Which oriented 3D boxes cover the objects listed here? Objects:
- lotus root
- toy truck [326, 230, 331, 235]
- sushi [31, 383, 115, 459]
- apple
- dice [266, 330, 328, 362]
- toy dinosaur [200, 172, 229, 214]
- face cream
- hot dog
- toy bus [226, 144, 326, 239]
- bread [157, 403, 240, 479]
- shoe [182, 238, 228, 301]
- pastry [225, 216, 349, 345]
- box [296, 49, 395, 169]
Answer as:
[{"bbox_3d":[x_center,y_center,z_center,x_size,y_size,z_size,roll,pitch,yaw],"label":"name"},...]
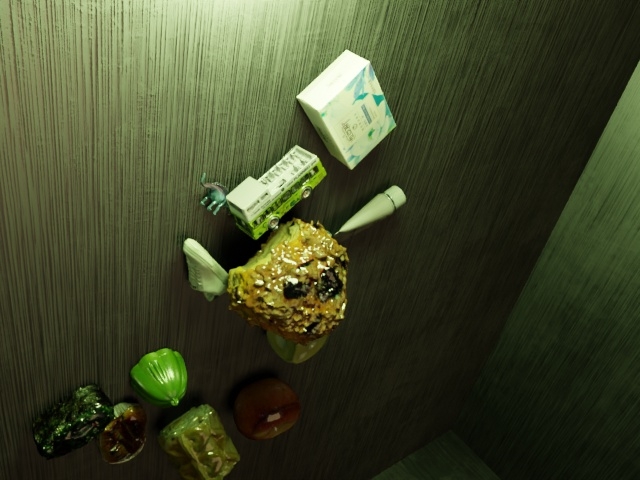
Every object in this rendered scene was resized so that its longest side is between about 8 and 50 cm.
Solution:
[{"bbox_3d":[-0.492,0.464,1.676,0.186,0.186,0.186,-25,137,-27],"label":"lotus root"},{"bbox_3d":[0.000,0.000,1.834,0.111,0.076,0.077,16,90,-50],"label":"toy truck"},{"bbox_3d":[-0.724,0.539,1.552,0.225,0.127,0.124,-33,139,-22],"label":"sushi"},{"bbox_3d":[-0.216,0.667,2.087,0.272,0.206,0.251,-14,142,-32],"label":"apple"},{"bbox_3d":[-0.083,0.333,1.936,0.169,0.169,0.166,-21,141,-40],"label":"dice"},{"bbox_3d":[-0.292,-0.120,1.469,0.080,0.045,0.197,-51,151,-11],"label":"toy dinosaur"},{"bbox_3d":[0.167,-0.088,1.903,0.314,0.089,0.143,-33,169,-12],"label":"face cream"},{"bbox_3d":[-0.654,0.645,1.745,0.162,0.082,0.270,-17,133,-32],"label":"hot dog"},{"bbox_3d":[-0.128,-0.150,1.534,0.301,0.113,0.139,-44,143,-18],"label":"toy bus"},{"bbox_3d":[-0.432,0.743,1.885,0.238,0.196,0.252,-38,103,-19],"label":"bread"},{"bbox_3d":[-0.349,0.099,1.561,0.110,0.095,0.265,-43,144,-6],"label":"shoe"},{"bbox_3d":[-0.071,0.136,1.619,0.337,0.292,0.405,52,54,-12],"label":"pastry"},{"bbox_3d":[0.084,-0.377,1.547,0.203,0.116,0.274,-44,142,-5],"label":"box"}]
